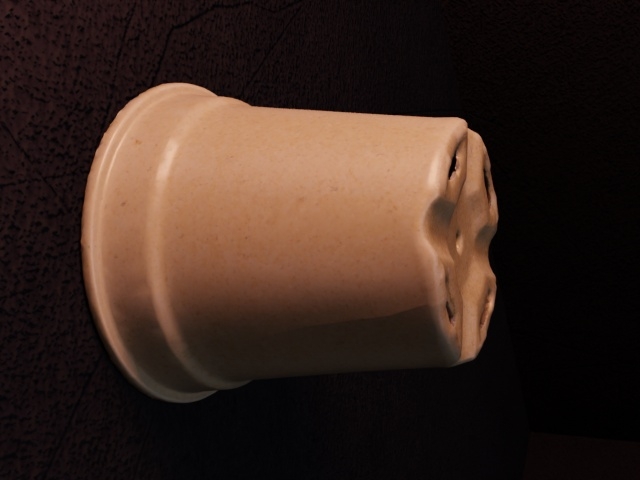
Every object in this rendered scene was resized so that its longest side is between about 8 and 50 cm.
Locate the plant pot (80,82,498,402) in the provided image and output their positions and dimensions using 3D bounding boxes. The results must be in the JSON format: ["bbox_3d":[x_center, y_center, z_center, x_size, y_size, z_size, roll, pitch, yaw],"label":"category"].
[{"bbox_3d":[0.000,0.000,0.748,0.334,0.306,0.333,-1,90,-65],"label":"plant pot"}]
